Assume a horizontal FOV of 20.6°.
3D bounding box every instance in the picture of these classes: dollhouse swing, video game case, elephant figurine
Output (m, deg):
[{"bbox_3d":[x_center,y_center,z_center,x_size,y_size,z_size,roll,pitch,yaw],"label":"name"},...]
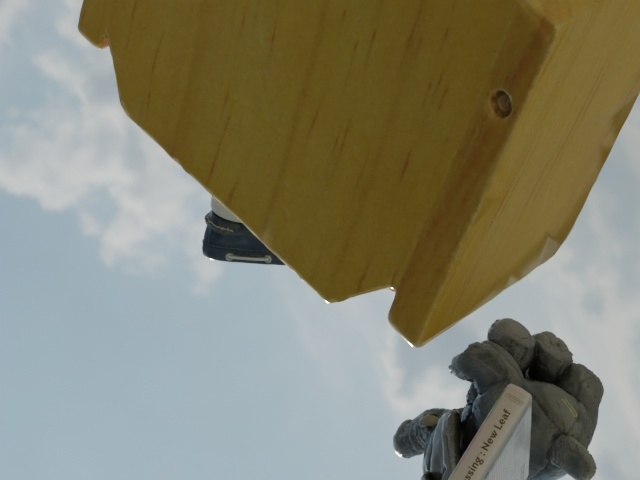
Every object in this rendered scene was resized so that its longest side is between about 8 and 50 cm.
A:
[{"bbox_3d":[0.090,-0.175,1.120,0.305,0.315,0.347,-16,-132,-44],"label":"dollhouse swing"},{"bbox_3d":[0.102,0.222,1.327,0.023,0.193,0.212,29,163,16],"label":"video game case"},{"bbox_3d":[0.162,0.208,1.720,0.169,0.239,0.186,40,-148,7],"label":"elephant figurine"}]

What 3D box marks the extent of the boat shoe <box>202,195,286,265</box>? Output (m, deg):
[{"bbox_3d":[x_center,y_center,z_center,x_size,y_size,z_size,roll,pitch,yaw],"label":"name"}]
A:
[{"bbox_3d":[0.000,0.000,1.861,0.255,0.079,0.095,4,-154,-22],"label":"boat shoe"}]
